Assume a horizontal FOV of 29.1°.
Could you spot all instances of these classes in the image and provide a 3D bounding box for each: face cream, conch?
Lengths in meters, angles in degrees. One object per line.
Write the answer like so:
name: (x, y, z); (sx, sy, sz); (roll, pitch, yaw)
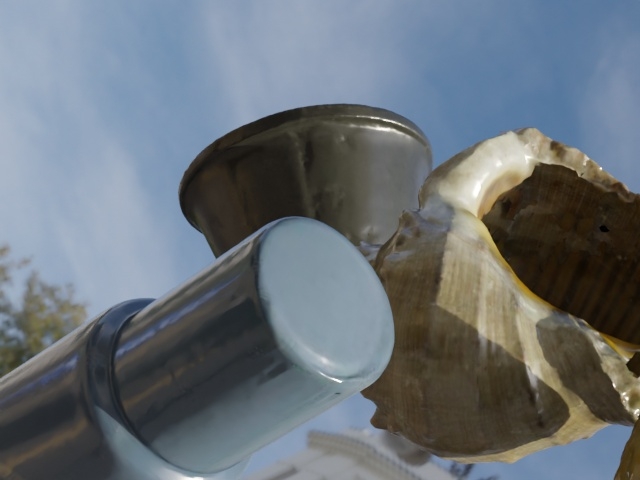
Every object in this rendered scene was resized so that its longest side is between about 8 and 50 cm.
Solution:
face cream: (-0.123, 0.107, 0.552); (0.135, 0.086, 0.385); (42, -52, -18)
conch: (0.161, 0.054, 0.932); (0.324, 0.263, 0.186); (22, -17, -4)

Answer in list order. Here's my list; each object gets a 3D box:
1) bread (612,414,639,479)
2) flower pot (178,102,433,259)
bread: (0.275, 0.179, 0.712); (0.244, 0.134, 0.244); (38, -22, 18)
flower pot: (0.000, 0.000, 1.238); (0.269, 0.269, 0.166); (-52, -136, 50)
